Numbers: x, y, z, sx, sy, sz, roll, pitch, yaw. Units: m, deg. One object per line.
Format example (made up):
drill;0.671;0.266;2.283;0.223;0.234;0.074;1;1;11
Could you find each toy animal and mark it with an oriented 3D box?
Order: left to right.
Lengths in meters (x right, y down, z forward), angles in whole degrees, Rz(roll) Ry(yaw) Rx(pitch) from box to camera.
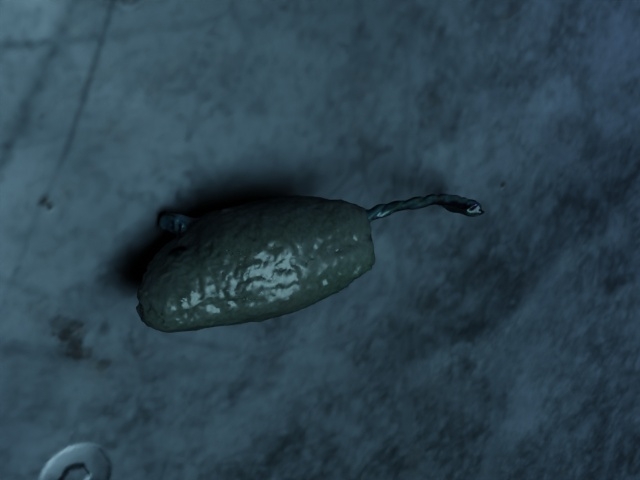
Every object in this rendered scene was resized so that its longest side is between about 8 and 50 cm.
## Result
toy animal;0.007;-0.004;0.671;0.253;0.079;0.070;-19;123;-29
